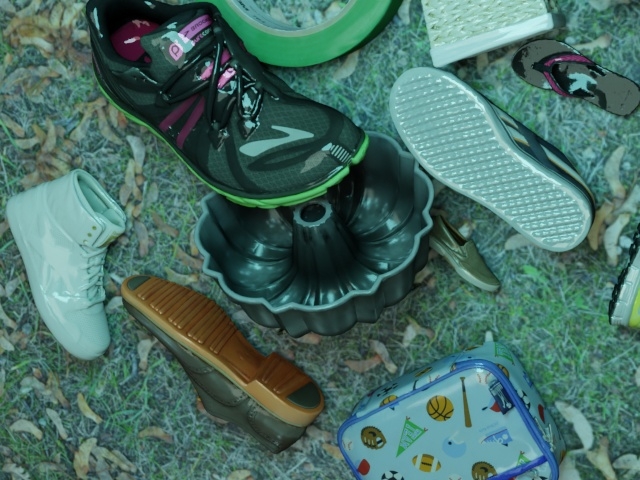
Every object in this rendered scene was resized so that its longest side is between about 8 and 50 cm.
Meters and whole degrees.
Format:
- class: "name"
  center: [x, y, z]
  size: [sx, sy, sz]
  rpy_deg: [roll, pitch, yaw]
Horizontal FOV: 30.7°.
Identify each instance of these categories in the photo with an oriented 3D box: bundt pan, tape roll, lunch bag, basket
- class: "bundt pan"
  center: [0.000, 0.000, 1.594]
  size: [0.330, 0.331, 0.124]
  rpy_deg: [6, 142, 18]
- class: "tape roll"
  center: [-0.032, -0.404, 1.612]
  size: [0.321, 0.077, 0.321]
  rpy_deg: [5, 105, 18]
- class: "lunch bag"
  center: [0.196, 0.298, 1.685]
  size: [0.303, 0.115, 0.243]
  rpy_deg: [-27, 95, 25]
- class: "basket"
  center: [0.222, -0.302, 1.526]
  size: [0.167, 0.113, 0.103]
  rpy_deg: [-16, 95, 23]

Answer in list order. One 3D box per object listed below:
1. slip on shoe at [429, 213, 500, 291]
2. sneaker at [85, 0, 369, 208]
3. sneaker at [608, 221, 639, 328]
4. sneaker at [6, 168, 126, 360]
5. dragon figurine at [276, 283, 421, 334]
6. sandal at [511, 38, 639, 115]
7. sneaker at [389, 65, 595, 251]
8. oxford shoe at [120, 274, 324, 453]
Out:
- class: "slip on shoe"
  center: [0.204, 0.017, 1.647]
  size: [0.135, 0.051, 0.041]
  rpy_deg: [43, 116, 14]
- class: "sneaker"
  center: [-0.153, -0.202, 1.575]
  size: [0.482, 0.202, 0.185]
  rpy_deg: [28, 68, 25]
- class: "sneaker"
  center: [0.457, 0.028, 1.548]
  size: [0.094, 0.081, 0.209]
  rpy_deg: [19, 115, 7]
- class: "sneaker"
  center: [-0.368, 0.036, 1.826]
  size: [0.169, 0.108, 0.293]
  rpy_deg: [-22, 94, 26]
- class: "dragon figurine"
  center: [-0.009, 0.052, 1.711]
  size: [0.289, 0.085, 0.144]
  rpy_deg: [-10, 100, 23]
- class: "sandal"
  center: [0.339, -0.217, 1.543]
  size: [0.179, 0.040, 0.067]
  rpy_deg: [24, 110, 13]
- class: "sneaker"
  center: [0.231, -0.110, 1.562]
  size: [0.321, 0.127, 0.126]
  rpy_deg: [44, 112, 7]
- class: "oxford shoe"
  center: [-0.174, 0.193, 1.786]
  size: [0.363, 0.130, 0.133]
  rpy_deg: [38, 119, 8]
